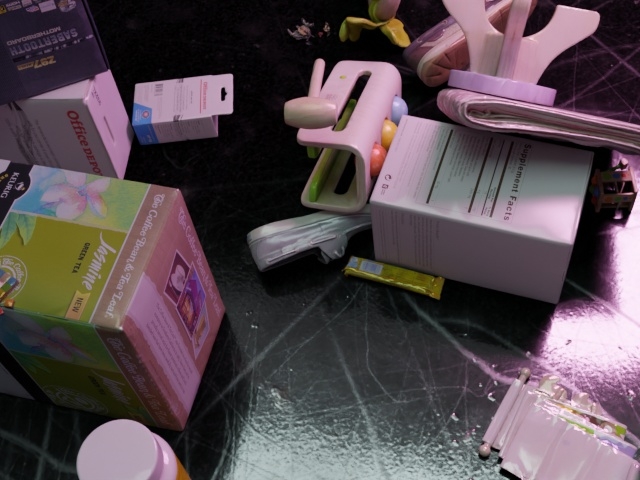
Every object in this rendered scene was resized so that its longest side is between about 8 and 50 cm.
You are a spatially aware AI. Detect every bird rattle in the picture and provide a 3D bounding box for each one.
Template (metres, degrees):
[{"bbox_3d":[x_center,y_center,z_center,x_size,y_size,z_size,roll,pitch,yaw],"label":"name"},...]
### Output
[{"bbox_3d":[0.122,-0.487,1.662,0.143,0.207,0.253,10,65,-9],"label":"bird rattle"}]

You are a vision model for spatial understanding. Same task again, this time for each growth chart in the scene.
[{"bbox_3d":[0.340,0.287,1.212,0.237,0.021,0.172,33,65,25],"label":"growth chart"}]

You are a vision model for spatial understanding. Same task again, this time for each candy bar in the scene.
[{"bbox_3d":[0.113,0.056,1.394,0.162,0.018,0.040,14,58,15],"label":"candy bar"}]

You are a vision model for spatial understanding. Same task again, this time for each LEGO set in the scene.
[{"bbox_3d":[-0.023,-0.402,1.721,0.083,0.023,0.054,10,59,-3],"label":"LEGO set"}]

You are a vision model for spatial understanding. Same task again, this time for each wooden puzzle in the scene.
[{"bbox_3d":[-0.395,0.055,1.062,0.083,0.006,0.049,29,66,21],"label":"wooden puzzle"}]

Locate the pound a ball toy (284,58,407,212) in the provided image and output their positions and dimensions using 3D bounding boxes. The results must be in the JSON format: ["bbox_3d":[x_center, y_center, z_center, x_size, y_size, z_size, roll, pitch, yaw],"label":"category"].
[{"bbox_3d":[0.053,-0.191,1.401,0.136,0.208,0.319,7,38,13],"label":"pound a ball toy"}]

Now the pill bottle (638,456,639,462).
[{"bbox_3d":[0.483,0.312,1.137,0.078,0.078,0.137,-34,70,-16],"label":"pill bottle"}]

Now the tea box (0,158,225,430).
[{"bbox_3d":[-0.338,0.080,1.239,0.324,0.329,0.219,8,59,12],"label":"tea box"}]

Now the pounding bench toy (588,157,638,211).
[{"bbox_3d":[0.468,-0.094,1.436,0.065,0.052,0.083,-2,56,5],"label":"pounding bench toy"}]

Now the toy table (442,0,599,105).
[{"bbox_3d":[0.307,-0.313,1.446,0.252,0.160,0.274,10,13,-4],"label":"toy table"}]

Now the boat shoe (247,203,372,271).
[{"bbox_3d":[0.000,0.000,1.420,0.228,0.079,0.081,-14,79,-8],"label":"boat shoe"}]

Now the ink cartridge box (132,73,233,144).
[{"bbox_3d":[-0.242,-0.237,1.605,0.180,0.060,0.104,-6,55,3],"label":"ink cartridge box"}]

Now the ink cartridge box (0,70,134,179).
[{"bbox_3d":[-0.500,-0.209,1.517,0.308,0.223,0.129,1,56,7],"label":"ink cartridge box"}]

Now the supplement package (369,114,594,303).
[{"bbox_3d":[0.242,-0.048,1.353,0.293,0.177,0.175,14,60,15],"label":"supplement package"}]

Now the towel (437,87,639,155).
[{"bbox_3d":[0.343,-0.179,1.356,0.317,0.332,0.053,11,101,0],"label":"towel"}]

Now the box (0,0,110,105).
[{"bbox_3d":[-0.453,-0.300,1.326,0.233,0.183,0.059,-19,56,-9],"label":"box"}]

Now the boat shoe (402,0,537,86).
[{"bbox_3d":[0.271,-0.387,1.605,0.285,0.103,0.092,-38,62,-12],"label":"boat shoe"}]

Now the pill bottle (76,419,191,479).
[{"bbox_3d":[-0.233,0.315,1.142,0.119,0.208,0.119,-3,56,4],"label":"pill bottle"}]

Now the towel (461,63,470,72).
[{"bbox_3d":[0.294,-0.354,1.649,0.113,0.023,0.152,8,57,11],"label":"towel"}]
